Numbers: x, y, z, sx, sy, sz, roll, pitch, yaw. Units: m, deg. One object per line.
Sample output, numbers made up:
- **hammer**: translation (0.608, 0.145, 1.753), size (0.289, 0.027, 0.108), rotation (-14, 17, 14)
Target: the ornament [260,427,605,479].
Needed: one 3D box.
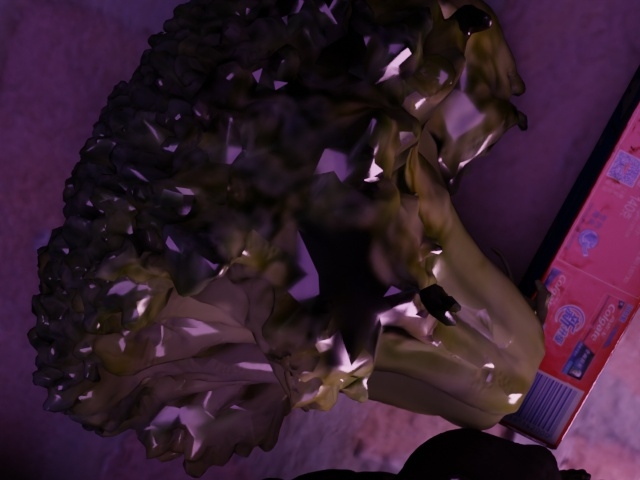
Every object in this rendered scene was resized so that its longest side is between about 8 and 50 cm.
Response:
- **ornament**: translation (0.025, 0.162, 0.884), size (0.251, 0.260, 0.106), rotation (-11, 97, 26)

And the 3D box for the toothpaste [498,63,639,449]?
- **toothpaste**: translation (0.188, -0.030, 0.933), size (0.066, 0.076, 0.320), rotation (27, 108, -1)

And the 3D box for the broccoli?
- **broccoli**: translation (-0.005, 0.010, 0.862), size (0.281, 0.293, 0.348), rotation (27, 110, -10)
